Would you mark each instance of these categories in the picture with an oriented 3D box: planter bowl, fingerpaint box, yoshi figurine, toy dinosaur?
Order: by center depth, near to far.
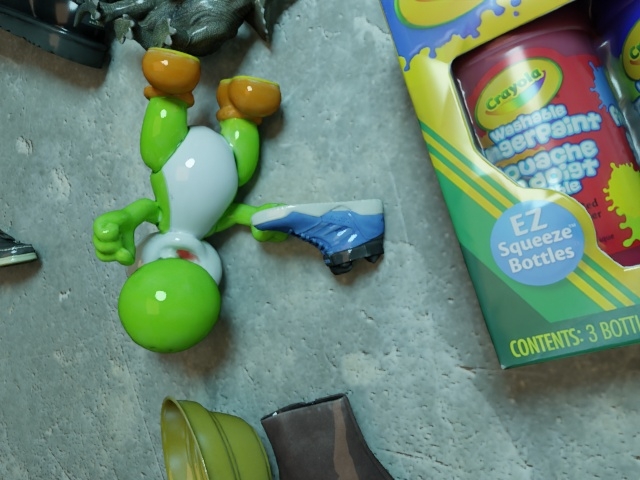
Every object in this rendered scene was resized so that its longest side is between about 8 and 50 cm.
[{"bbox_3d":[0.308,-0.138,0.370,0.445,0.163,0.370,-18,83,22],"label":"fingerpaint box"},{"bbox_3d":[-0.152,-0.022,0.556,0.204,0.203,0.361,16,99,16],"label":"yoshi figurine"},{"bbox_3d":[-0.119,0.284,0.574,0.217,0.090,0.217,22,117,54],"label":"planter bowl"},{"bbox_3d":[-0.178,-0.270,0.594,0.314,0.160,0.120,-8,92,28],"label":"toy dinosaur"}]

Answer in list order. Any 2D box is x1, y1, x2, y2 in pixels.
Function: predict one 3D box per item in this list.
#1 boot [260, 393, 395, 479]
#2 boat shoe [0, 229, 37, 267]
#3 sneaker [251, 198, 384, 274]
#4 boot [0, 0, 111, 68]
[{"bbox_3d":[0.054,0.274,0.518,0.249,0.090,0.206,-19,85,26],"label":"boot"},{"bbox_3d":[-0.566,0.007,0.791,0.224,0.080,0.073,0,95,28],"label":"boat shoe"},{"bbox_3d":[0.000,0.000,0.536,0.152,0.058,0.084,-5,91,-12],"label":"sneaker"},{"bbox_3d":[-0.416,-0.437,0.694,0.348,0.131,0.260,27,108,10],"label":"boot"}]
